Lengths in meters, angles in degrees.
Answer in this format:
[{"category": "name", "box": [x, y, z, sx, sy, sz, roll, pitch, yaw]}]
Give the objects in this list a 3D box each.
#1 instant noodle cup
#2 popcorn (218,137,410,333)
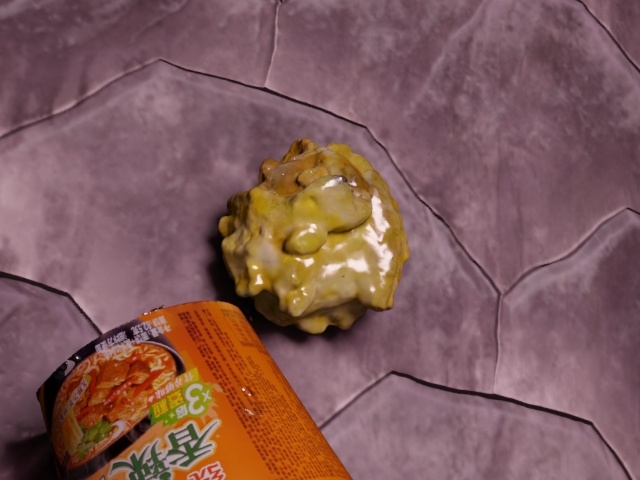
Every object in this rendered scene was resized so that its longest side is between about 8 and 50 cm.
[{"category": "instant noodle cup", "box": [-0.100, 0.165, 1.231, 0.230, 0.230, 0.182, -12, 63, -33]}, {"category": "popcorn", "box": [-0.007, 0.004, 1.414, 0.173, 0.142, 0.173, 8, 79, -46]}]
